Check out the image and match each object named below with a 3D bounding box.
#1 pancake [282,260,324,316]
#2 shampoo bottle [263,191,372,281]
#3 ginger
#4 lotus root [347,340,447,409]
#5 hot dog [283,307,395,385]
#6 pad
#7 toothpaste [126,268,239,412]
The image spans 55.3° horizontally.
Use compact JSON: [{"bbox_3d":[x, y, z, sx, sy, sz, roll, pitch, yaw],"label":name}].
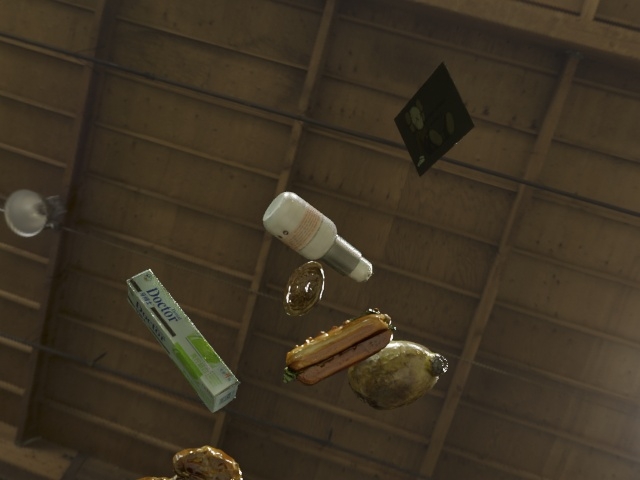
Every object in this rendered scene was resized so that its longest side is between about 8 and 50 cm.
[{"bbox_3d":[-0.029,0.088,1.090,0.011,0.115,0.114,25,-76,36],"label":"pancake"},{"bbox_3d":[0.000,0.000,0.980,0.192,0.074,0.074,35,-77,-20],"label":"shampoo bottle"},{"bbox_3d":[-0.291,0.618,1.340,0.357,0.152,0.274,-31,-76,-6],"label":"ginger"},{"bbox_3d":[0.152,0.256,1.177,0.214,0.138,0.138,-22,-84,31],"label":"lotus root"},{"bbox_3d":[0.025,0.164,0.939,0.188,0.055,0.072,-25,-55,0],"label":"hot dog"},{"bbox_3d":[0.194,-0.208,1.077,0.004,0.190,0.127,-16,-104,-26],"label":"pad"},{"bbox_3d":[-0.300,0.209,1.302,0.336,0.067,0.081,45,-37,22],"label":"toothpaste"}]
